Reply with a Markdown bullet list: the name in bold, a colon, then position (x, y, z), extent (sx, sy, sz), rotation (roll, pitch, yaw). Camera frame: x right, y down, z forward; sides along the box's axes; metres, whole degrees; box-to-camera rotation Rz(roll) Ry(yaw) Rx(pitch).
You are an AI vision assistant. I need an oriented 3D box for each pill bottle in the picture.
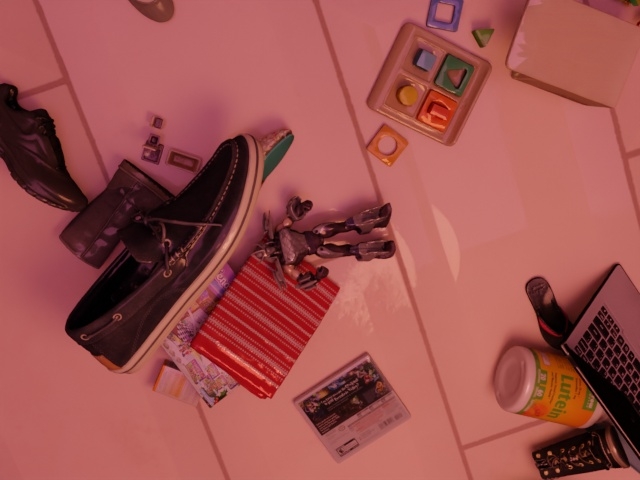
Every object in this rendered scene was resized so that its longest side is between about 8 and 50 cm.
- **pill bottle**: position (0.498, 0.308, 1.527), extent (0.245, 0.136, 0.136), rotation (15, 100, -13)

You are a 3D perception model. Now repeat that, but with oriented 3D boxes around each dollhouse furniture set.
- **dollhouse furniture set**: position (-0.283, -0.176, 1.418), extent (0.114, 0.081, 0.091), rotation (18, 100, -7)

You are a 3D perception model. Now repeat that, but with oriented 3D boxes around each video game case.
- **video game case**: position (0.069, 0.357, 1.577), extent (0.190, 0.022, 0.173), rotation (-33, 102, 5)

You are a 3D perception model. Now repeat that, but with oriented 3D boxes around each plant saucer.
- **plant saucer**: position (0.661, 0.438, 1.628), extent (0.192, 0.018, 0.067), rotation (39, 97, -9)

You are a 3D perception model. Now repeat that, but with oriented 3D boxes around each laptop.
- **laptop**: position (0.661, 0.296, 1.396), extent (0.408, 0.236, 0.382), rotation (-44, 103, -30)

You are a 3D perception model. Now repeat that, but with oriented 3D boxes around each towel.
- **towel**: position (-0.106, 0.151, 1.466), extent (0.199, 0.031, 0.275), rotation (38, 73, -13)

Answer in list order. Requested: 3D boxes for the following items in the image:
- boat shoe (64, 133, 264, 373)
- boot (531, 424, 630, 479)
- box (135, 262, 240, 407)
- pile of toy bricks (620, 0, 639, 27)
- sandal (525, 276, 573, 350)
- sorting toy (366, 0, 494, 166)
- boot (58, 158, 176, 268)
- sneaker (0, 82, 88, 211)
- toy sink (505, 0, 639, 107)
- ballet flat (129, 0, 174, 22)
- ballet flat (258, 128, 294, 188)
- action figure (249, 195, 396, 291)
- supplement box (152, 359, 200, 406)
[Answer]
- **boat shoe**: position (-0.275, 0.011, 1.325), extent (0.156, 0.187, 0.500), rotation (34, 95, -33)
- **boot**: position (0.528, 0.443, 1.517), extent (0.178, 0.236, 0.085), rotation (-21, 71, 14)
- **box**: position (-0.227, 0.158, 1.483), extent (0.201, 0.057, 0.293), rotation (-36, 101, -8)
- **pile of toy bricks**: position (0.597, -0.494, 1.406), extent (0.105, 0.118, 0.212), rotation (-23, 121, 30)
- **sandal**: position (0.483, 0.161, 1.550), extent (0.067, 0.040, 0.179), rotation (-30, 101, 3)
- **sorting toy**: position (0.213, -0.299, 1.439), extent (0.196, 0.047, 0.348), rotation (24, 99, -8)
- **boot**: position (-0.381, -0.029, 1.446), extent (0.189, 0.076, 0.208), rotation (37, 90, 5)
- **sneaker**: position (-0.536, -0.174, 1.391), extent (0.130, 0.109, 0.286), rotation (-44, 99, 1)
- **toy sink**: position (0.454, -0.360, 1.399), extent (0.234, 0.131, 0.153), rotation (16, 100, -11)
- **ballet flat**: position (-0.349, -0.494, 1.358), extent (0.072, 0.068, 0.213), rotation (-34, 101, 4)
- **ballet flat**: position (-0.145, -0.127, 1.439), extent (0.077, 0.091, 0.241), rotation (34, 94, 13)
- **action figure**: position (0.000, 0.000, 1.446), extent (0.284, 0.099, 0.185), rotation (-10, 84, -14)
- **supplement box**: position (-0.289, 0.295, 1.535), extent (0.098, 0.036, 0.062), rotation (23, 98, -8)
